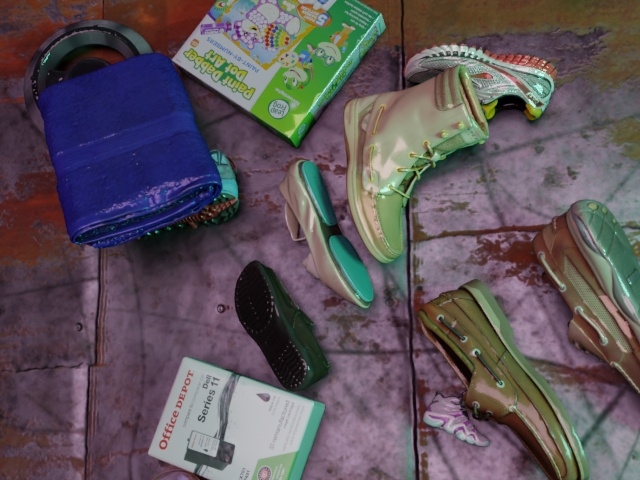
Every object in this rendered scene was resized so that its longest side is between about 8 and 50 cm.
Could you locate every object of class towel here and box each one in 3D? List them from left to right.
[{"bbox_3d":[-0.290,-0.138,1.297,0.227,0.076,0.308,-20,56,-7],"label":"towel"}]

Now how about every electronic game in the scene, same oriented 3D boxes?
[{"bbox_3d":[-0.377,-0.258,1.428,0.229,0.048,0.229,-1,79,3],"label":"electronic game"}]

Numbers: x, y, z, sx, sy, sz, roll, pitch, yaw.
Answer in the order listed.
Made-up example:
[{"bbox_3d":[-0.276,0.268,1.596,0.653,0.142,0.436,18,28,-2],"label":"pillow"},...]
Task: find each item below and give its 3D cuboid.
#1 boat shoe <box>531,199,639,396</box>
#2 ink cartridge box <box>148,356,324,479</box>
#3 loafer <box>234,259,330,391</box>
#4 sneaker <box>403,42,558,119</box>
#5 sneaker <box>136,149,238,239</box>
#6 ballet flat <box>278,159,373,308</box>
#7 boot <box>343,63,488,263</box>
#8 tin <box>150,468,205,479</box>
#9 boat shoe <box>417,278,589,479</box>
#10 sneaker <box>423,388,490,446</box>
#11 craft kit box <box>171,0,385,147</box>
[{"bbox_3d":[0.396,0.106,1.170,0.116,0.123,0.325,-32,80,37],"label":"boat shoe"},{"bbox_3d":[-0.119,0.269,1.231,0.208,0.087,0.153,16,80,15],"label":"ink cartridge box"},{"bbox_3d":[-0.057,0.126,1.268,0.080,0.078,0.220,-44,58,28],"label":"loafer"},{"bbox_3d":[0.232,-0.234,1.285,0.225,0.088,0.093,11,82,15],"label":"sneaker"},{"bbox_3d":[-0.253,-0.080,1.352,0.261,0.104,0.125,-5,58,6],"label":"sneaker"},{"bbox_3d":[0.000,0.000,1.287,0.086,0.086,0.249,-23,72,5],"label":"ballet flat"},{"bbox_3d":[0.143,-0.111,1.243,0.203,0.095,0.262,-15,67,28],"label":"boot"},{"bbox_3d":[-0.229,0.419,1.244,0.106,0.040,0.190,34,85,20],"label":"tin"},{"bbox_3d":[0.237,0.203,1.162,0.104,0.111,0.307,-23,61,-12],"label":"boat shoe"},{"bbox_3d":[0.198,0.241,1.202,0.098,0.038,0.069,23,83,15],"label":"sneaker"},{"bbox_3d":[-0.068,-0.314,1.381,0.249,0.061,0.247,34,88,17],"label":"craft kit box"}]
